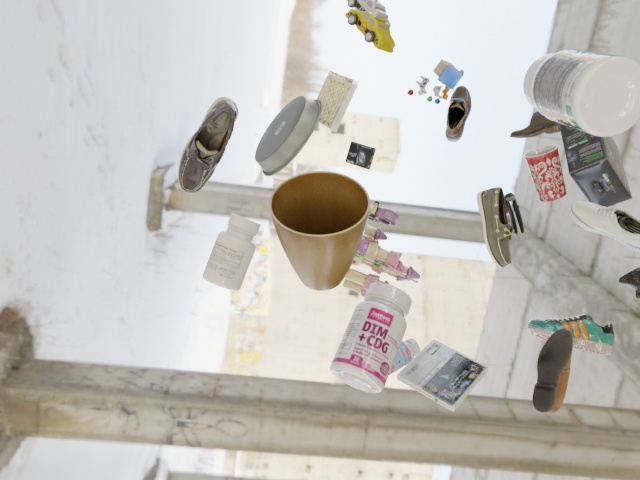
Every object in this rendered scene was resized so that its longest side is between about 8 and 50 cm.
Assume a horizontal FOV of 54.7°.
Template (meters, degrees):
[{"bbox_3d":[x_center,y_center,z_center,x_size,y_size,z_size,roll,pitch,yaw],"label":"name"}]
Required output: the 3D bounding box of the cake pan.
[{"bbox_3d":[-0.108,-0.336,1.941,0.293,0.054,0.293,-41,-151,28],"label":"cake pan"}]

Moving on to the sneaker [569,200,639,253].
[{"bbox_3d":[0.833,-0.062,1.761,0.258,0.094,0.091,33,-24,38],"label":"sneaker"}]

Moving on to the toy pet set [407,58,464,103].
[{"bbox_3d":[0.289,-0.360,1.459,0.114,0.122,0.065,-54,-127,31],"label":"toy pet set"}]

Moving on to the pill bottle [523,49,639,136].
[{"bbox_3d":[0.711,-0.416,1.704,0.361,0.204,0.204,-108,-156,-69],"label":"pill bottle"}]

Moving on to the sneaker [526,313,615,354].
[{"bbox_3d":[0.870,0.306,2.152,0.108,0.303,0.120,108,-3,-76],"label":"sneaker"}]

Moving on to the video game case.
[{"bbox_3d":[0.327,0.356,1.654,0.190,0.173,0.022,-32,136,-42],"label":"video game case"}]

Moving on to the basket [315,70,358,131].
[{"bbox_3d":[0.041,-0.456,2.011,0.113,0.103,0.167,-80,-166,-66],"label":"basket"}]

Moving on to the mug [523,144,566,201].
[{"bbox_3d":[0.775,-0.232,2.113,0.169,0.113,0.150,69,27,-14],"label":"mug"}]

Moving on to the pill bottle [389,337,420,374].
[{"bbox_3d":[0.271,0.407,2.182,0.087,0.160,0.087,40,-38,40],"label":"pill bottle"}]

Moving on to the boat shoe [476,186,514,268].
[{"bbox_3d":[0.662,-0.050,2.299,0.091,0.109,0.304,-19,-104,37],"label":"boat shoe"}]

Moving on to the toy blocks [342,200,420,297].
[{"bbox_3d":[0.253,0.070,2.254,0.288,0.260,0.308,80,33,-78],"label":"toy blocks"}]

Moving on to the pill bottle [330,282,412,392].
[{"bbox_3d":[0.150,0.272,1.760,0.160,0.161,0.283,107,7,-65],"label":"pill bottle"}]

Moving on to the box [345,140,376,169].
[{"bbox_3d":[0.120,-0.255,1.850,0.018,0.083,0.067,2,108,-54],"label":"box"}]

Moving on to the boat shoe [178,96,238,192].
[{"bbox_3d":[-0.307,-0.250,1.662,0.285,0.103,0.092,-57,-166,15],"label":"boat shoe"}]

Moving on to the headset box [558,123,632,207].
[{"bbox_3d":[0.965,-0.278,2.172,0.131,0.246,0.282,-24,-135,33],"label":"headset box"}]

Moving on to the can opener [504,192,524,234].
[{"bbox_3d":[0.750,-0.104,2.394,0.073,0.059,0.186,64,11,-58],"label":"can opener"}]

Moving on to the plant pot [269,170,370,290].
[{"bbox_3d":[0.000,0.000,1.534,0.237,0.237,0.254,-89,179,-47],"label":"plant pot"}]

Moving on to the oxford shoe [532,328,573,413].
[{"bbox_3d":[0.582,0.323,1.527,0.076,0.076,0.212,10,-102,51],"label":"oxford shoe"}]

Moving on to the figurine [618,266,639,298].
[{"bbox_3d":[0.914,0.111,1.578,0.209,0.215,0.092,-41,171,7],"label":"figurine"}]

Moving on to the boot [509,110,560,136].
[{"bbox_3d":[0.910,-0.497,2.626,0.082,0.219,0.106,-8,92,-56],"label":"boot"}]

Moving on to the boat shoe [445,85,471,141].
[{"bbox_3d":[0.406,-0.382,1.810,0.066,0.066,0.183,59,39,-66],"label":"boat shoe"}]

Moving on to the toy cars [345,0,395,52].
[{"bbox_3d":[0.172,-0.733,2.014,0.087,0.177,0.393,-52,-160,30],"label":"toy cars"}]

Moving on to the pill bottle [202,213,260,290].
[{"bbox_3d":[-0.281,0.036,1.996,0.131,0.131,0.229,-158,-91,-85],"label":"pill bottle"}]
